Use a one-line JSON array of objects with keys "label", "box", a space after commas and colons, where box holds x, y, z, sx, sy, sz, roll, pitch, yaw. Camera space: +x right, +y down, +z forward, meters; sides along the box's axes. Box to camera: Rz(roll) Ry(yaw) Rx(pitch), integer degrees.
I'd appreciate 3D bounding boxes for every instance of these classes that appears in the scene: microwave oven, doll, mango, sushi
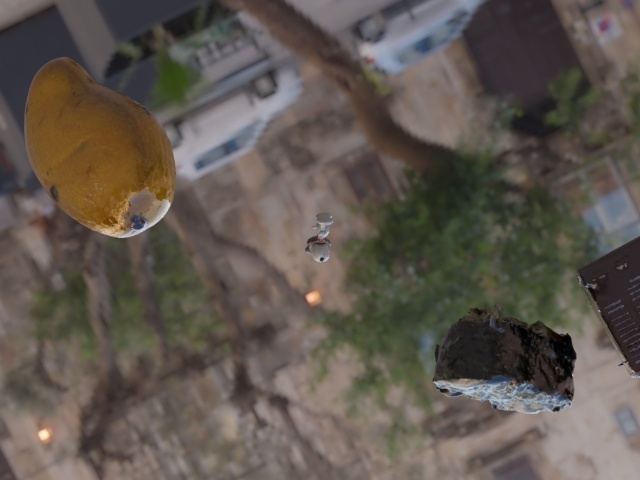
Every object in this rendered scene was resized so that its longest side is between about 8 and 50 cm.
[{"label": "microwave oven", "box": [0.471, 0.081, 2.179, 0.188, 0.178, 0.247, -26, 172, 5]}, {"label": "doll", "box": [-0.001, -0.005, 2.506, 0.040, 0.085, 0.058, -3, -159, -10]}, {"label": "mango", "box": [-0.294, -0.119, 2.103, 0.177, 0.295, 0.120, -51, 142, 12]}, {"label": "sushi", "box": [0.238, 0.158, 2.092, 0.212, 0.115, 0.147, 17, 157, -38]}]
